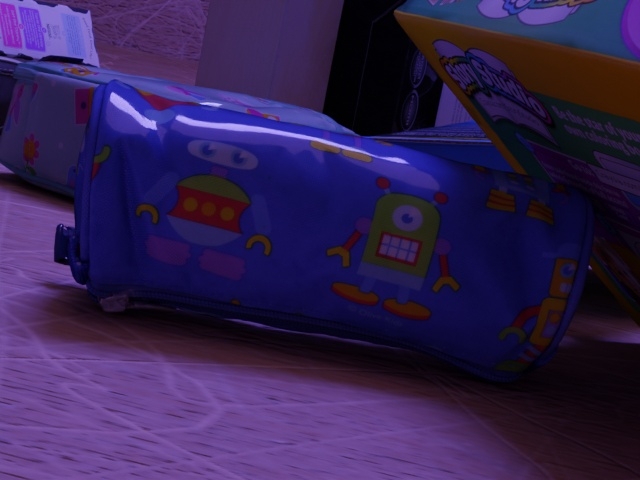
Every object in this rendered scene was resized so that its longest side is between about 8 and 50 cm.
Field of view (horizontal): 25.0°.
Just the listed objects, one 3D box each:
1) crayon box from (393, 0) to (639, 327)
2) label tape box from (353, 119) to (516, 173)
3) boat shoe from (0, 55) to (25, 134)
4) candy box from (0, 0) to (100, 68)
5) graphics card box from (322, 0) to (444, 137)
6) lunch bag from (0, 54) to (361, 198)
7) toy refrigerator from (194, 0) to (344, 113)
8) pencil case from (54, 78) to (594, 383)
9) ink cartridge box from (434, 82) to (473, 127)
[{"bbox_3d":[0.222,-0.033,0.823,0.313,0.106,0.363,50,-4,-20],"label":"crayon box"},{"bbox_3d":[0.175,-0.042,1.209,0.241,0.105,0.334,4,9,28],"label":"label tape box"},{"bbox_3d":[-0.344,-0.128,1.345,0.228,0.081,0.069,-5,20,-37],"label":"boat shoe"},{"bbox_3d":[-0.354,-0.187,1.473,0.165,0.070,0.196,-24,-17,40],"label":"candy box"},{"bbox_3d":[0.107,-0.159,1.584,0.094,0.232,0.371,15,9,22],"label":"graphics card box"},{"bbox_3d":[-0.118,-0.081,1.217,0.279,0.107,0.224,17,11,33],"label":"lunch bag"},{"bbox_3d":[-0.050,-0.183,1.415,0.102,0.269,0.094,17,10,38],"label":"toy refrigerator"},{"bbox_3d":[0.000,0.000,0.830,0.306,0.133,0.119,12,-15,-5],"label":"pencil case"},{"bbox_3d":[0.223,-0.078,1.469,0.212,0.154,0.093,13,8,16],"label":"ink cartridge box"}]
